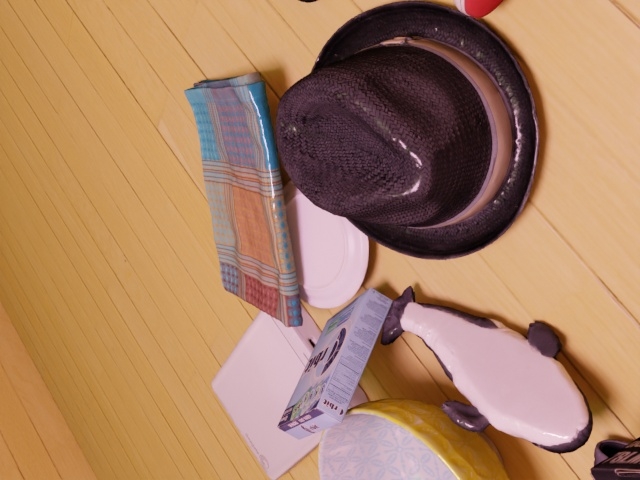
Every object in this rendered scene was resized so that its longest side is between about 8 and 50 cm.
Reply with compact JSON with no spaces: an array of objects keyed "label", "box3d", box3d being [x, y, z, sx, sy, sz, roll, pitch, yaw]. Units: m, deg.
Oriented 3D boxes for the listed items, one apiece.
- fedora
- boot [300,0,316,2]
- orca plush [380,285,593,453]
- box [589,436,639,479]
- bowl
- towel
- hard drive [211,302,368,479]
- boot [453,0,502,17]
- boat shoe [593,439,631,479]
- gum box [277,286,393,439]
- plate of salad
[{"label":"fedora","box3d":[0.063,-0.110,0.719,0.334,0.152,0.334,19,118,41]},{"label":"boot","box3d":[-0.070,-0.340,0.812,0.121,0.099,0.045,47,138,23]},{"label":"orca plush","box3d":[0.193,0.167,0.759,0.287,0.151,0.102,15,149,41]},{"label":"box","box3d":[0.349,0.277,0.431,0.295,0.073,0.293,60,170,17]},{"label":"bowl","box3d":[0.150,0.319,0.830,0.289,0.156,0.289,24,124,40]},{"label":"towel","box3d":[-0.126,-0.067,0.996,0.271,0.040,0.370,17,118,59]},{"label":"hard drive","box3d":[-0.073,0.269,1.141,0.233,0.047,0.353,53,139,17]},{"label":"boot","box3d":[0.229,-0.254,0.534,0.176,0.088,0.244,52,135,15]},{"label":"boat shoe","box3d":[0.364,0.247,0.623,0.206,0.075,0.065,-1,110,53]},{"label":"gum box","box3d":[0.019,0.171,0.875,0.041,0.184,0.157,33,148,-7]},{"label":"plate of salad","box3d":[0.000,0.000,0.935,0.200,0.048,0.199,10,104,43]}]
